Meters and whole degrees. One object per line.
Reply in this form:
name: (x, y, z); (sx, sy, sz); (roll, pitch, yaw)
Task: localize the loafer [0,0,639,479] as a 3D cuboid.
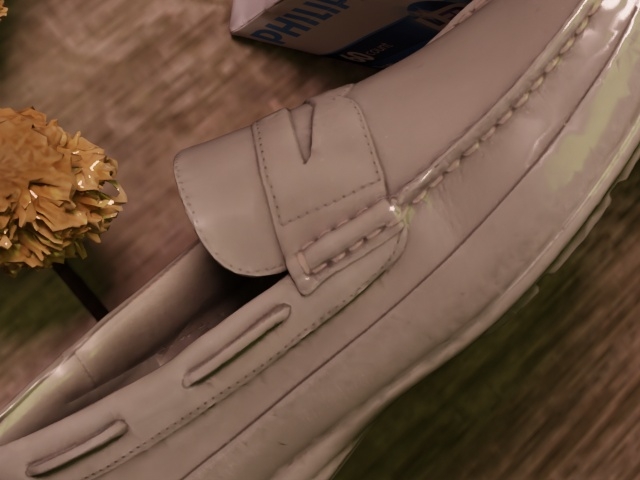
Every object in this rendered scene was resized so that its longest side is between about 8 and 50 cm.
loafer: (0.000, 0.000, 0.533); (0.111, 0.112, 0.319); (38, 102, -18)

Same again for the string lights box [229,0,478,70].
string lights box: (0.108, -0.104, 0.645); (0.259, 0.133, 0.077); (11, 81, -25)

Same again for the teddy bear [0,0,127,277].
teddy bear: (-0.188, -0.070, 0.527); (0.245, 0.113, 0.338); (6, 75, -30)
